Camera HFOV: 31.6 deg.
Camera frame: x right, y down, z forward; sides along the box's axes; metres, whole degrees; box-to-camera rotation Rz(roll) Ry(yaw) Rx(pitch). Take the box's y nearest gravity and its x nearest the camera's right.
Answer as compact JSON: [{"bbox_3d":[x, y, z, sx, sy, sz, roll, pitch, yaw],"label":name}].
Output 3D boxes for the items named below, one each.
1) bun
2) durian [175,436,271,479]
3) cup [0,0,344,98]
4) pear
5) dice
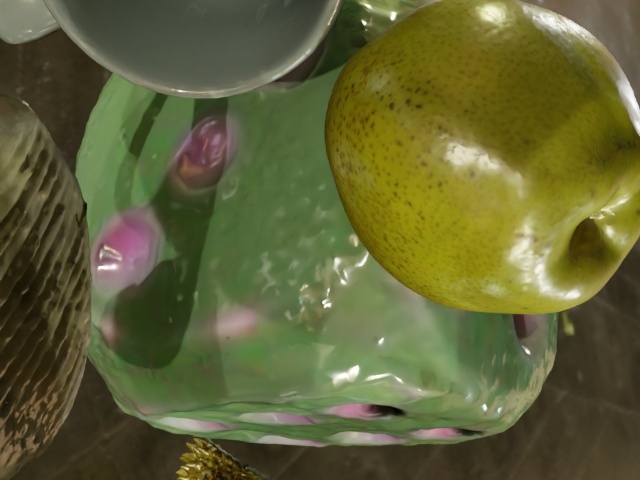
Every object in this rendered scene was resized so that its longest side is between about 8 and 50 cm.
[{"bbox_3d":[-0.203,0.031,0.603,0.237,0.116,0.210,77,19,-51],"label":"bun"},{"bbox_3d":[-0.065,0.293,1.109,0.237,0.193,0.137,38,77,-51],"label":"durian"},{"bbox_3d":[-0.097,-0.211,0.733,0.186,0.258,0.234,61,19,-26],"label":"cup"},{"bbox_3d":[0.098,-0.053,0.661,0.198,0.198,0.198,34,50,-52],"label":"pear"},{"bbox_3d":[0.000,0.000,0.945,0.318,0.322,0.330,30,58,-50],"label":"dice"}]
